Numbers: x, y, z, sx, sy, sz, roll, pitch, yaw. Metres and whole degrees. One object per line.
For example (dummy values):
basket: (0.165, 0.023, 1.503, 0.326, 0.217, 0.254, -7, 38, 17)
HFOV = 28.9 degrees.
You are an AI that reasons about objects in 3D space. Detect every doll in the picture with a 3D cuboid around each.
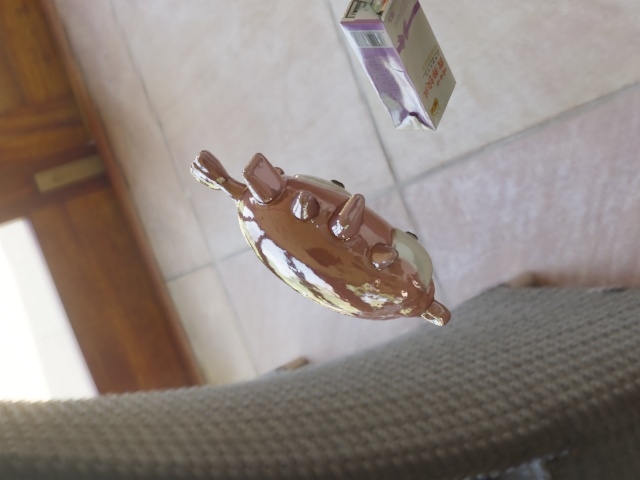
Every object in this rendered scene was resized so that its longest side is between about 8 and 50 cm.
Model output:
doll: (0.000, 0.000, 1.084, 0.262, 0.093, 0.211, 32, 167, 11)

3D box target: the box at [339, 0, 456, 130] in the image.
box: (0.057, -0.131, 0.872, 0.036, 0.051, 0.117, 7, 151, 32)
